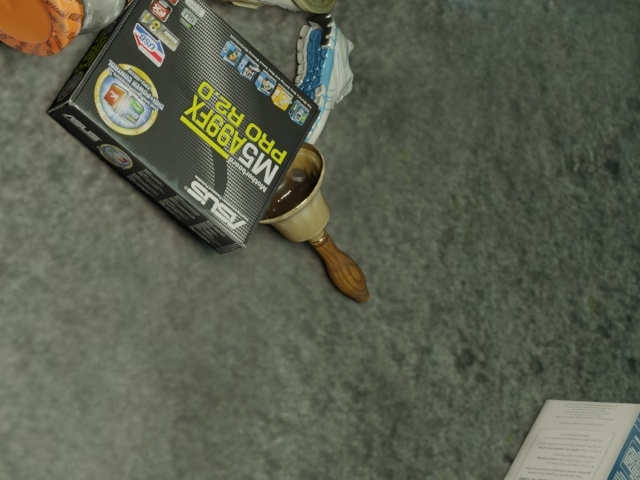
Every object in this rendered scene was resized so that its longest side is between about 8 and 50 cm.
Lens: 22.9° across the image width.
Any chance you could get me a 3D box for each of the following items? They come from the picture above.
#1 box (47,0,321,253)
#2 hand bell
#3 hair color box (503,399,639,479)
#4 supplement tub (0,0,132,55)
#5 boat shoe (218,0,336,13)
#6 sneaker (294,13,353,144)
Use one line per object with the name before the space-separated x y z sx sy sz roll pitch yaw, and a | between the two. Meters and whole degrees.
box | -0.150 -0.150 1.821 0.270 0.060 0.216 41 60 -23
hand bell | 0.000 0.000 1.969 0.242 0.126 0.126 54 53 -42
hair color box | 0.331 0.385 2.177 0.105 0.174 0.347 53 55 -28
supplement tub | -0.243 -0.354 1.686 0.193 0.193 0.316 53 54 -26
boat shoe | -0.075 -0.335 1.899 0.302 0.103 0.113 5 85 -65
sneaker | 0.006 -0.187 1.993 0.083 0.071 0.191 33 65 -43
